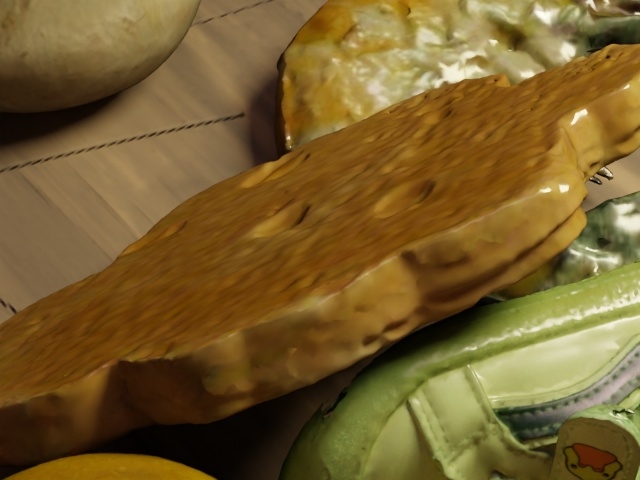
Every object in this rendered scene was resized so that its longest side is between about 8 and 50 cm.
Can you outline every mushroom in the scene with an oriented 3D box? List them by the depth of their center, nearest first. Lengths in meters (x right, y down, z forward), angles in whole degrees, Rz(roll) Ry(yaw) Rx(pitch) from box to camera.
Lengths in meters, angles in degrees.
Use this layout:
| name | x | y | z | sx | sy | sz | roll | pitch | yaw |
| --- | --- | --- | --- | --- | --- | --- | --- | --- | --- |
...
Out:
| name | x | y | z | sx | sy | sz | roll | pitch | yaw |
| --- | --- | --- | --- | --- | --- | --- | --- | --- | --- |
| mushroom | -0.166 | -0.180 | 1.090 | 0.204 | 0.204 | 0.204 | -2 | 44 | 2 |

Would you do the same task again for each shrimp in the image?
| name | x | y | z | sx | sy | sz | roll | pitch | yaw |
| --- | --- | --- | --- | --- | --- | --- | --- | --- | --- |
| shrimp | 0.195 | -0.080 | 1.050 | 0.445 | 0.085 | 0.272 | -6 | 49 | 1 |

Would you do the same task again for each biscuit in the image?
| name | x | y | z | sx | sy | sz | roll | pitch | yaw |
| --- | --- | --- | --- | --- | --- | --- | --- | --- | --- |
| biscuit | 0.002 | 0.004 | 0.896 | 0.376 | 0.051 | 0.269 | -26 | 17 | 1 |

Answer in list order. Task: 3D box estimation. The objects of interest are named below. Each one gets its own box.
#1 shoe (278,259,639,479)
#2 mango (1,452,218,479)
| name | x | y | z | sx | sy | sz | roll | pitch | yaw |
| --- | --- | --- | --- | --- | --- | --- | --- | --- | --- |
| shoe | 0.110 | 0.079 | 0.844 | 0.262 | 0.140 | 0.128 | -22 | 51 | -15 |
| mango | -0.126 | 0.166 | 0.789 | 0.228 | 0.099 | 0.136 | -16 | 73 | -1 |
